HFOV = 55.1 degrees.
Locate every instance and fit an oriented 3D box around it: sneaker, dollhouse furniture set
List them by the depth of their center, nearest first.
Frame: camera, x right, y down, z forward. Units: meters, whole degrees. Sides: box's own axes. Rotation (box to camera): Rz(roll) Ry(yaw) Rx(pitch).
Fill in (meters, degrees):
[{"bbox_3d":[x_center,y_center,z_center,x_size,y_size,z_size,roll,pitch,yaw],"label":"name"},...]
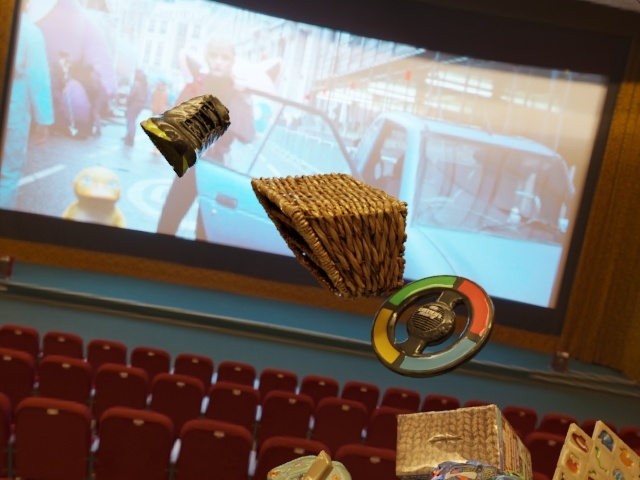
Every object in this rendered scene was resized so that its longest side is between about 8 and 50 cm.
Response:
[{"bbox_3d":[0.145,0.295,0.687,0.221,0.083,0.087,15,5,-45],"label":"sneaker"},{"bbox_3d":[-0.032,0.365,0.926,0.081,0.114,0.091,24,-23,40],"label":"dollhouse furniture set"},{"bbox_3d":[-0.219,-0.196,1.042,0.111,0.121,0.300,54,6,-21],"label":"sneaker"}]

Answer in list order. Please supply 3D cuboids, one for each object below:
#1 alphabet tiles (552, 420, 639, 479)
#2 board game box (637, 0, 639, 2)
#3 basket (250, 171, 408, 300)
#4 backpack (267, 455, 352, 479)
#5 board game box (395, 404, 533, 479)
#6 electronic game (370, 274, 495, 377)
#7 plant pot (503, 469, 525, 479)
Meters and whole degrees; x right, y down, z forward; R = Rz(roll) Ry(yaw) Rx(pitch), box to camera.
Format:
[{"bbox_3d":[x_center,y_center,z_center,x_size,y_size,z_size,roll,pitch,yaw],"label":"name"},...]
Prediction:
[{"bbox_3d":[0.422,0.378,0.855,0.237,0.009,0.198,42,50,0],"label":"alphabet tiles"},{"bbox_3d":[0.411,-0.333,0.696,0.169,0.133,0.033,-34,-6,-13],"label":"board game box"},{"bbox_3d":[0.000,0.000,1.170,0.223,0.213,0.299,-5,19,-22],"label":"basket"},{"bbox_3d":[-0.016,0.539,1.278,0.188,0.165,0.144,-16,36,1],"label":"backpack"},{"bbox_3d":[0.338,0.515,1.417,0.232,0.141,0.291,-15,-44,26],"label":"board game box"},{"bbox_3d":[0.198,0.149,1.106,0.229,0.229,0.048,15,-35,47],"label":"electronic game"},{"bbox_3d":[0.301,0.418,1.000,0.083,0.079,0.083,13,32,-8],"label":"plant pot"}]
